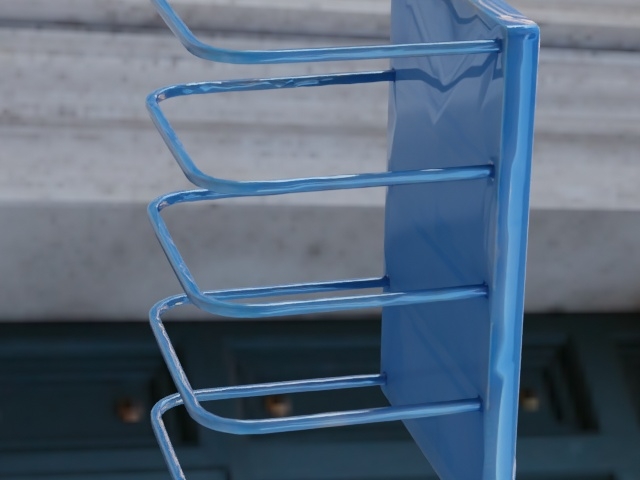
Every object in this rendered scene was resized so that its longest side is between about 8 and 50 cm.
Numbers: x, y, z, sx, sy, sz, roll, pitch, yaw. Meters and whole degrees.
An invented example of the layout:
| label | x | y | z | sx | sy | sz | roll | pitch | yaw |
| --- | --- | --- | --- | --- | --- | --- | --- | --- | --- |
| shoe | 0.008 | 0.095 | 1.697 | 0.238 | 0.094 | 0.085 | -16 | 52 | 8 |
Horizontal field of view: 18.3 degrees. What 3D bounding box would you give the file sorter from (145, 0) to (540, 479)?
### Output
| label | x | y | z | sx | sy | sz | roll | pitch | yaw |
| --- | --- | --- | --- | --- | --- | --- | --- | --- | --- |
| file sorter | 0.000 | 0.000 | 0.654 | 0.118 | 0.104 | 0.170 | -125 | -148 | -65 |
